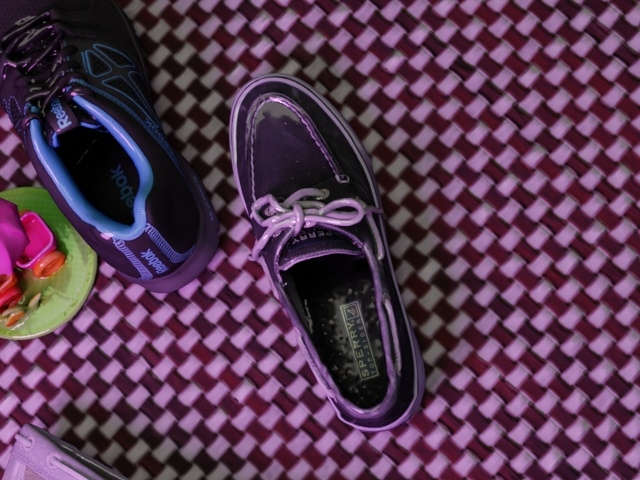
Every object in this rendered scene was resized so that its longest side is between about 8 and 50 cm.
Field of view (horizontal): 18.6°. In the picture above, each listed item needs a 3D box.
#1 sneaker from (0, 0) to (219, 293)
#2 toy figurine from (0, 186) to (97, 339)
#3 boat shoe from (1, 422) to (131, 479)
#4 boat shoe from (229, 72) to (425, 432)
[{"bbox_3d":[-0.196,-0.120,1.572,0.125,0.139,0.341,-36,73,4],"label":"sneaker"},{"bbox_3d":[-0.279,0.018,1.549,0.173,0.159,0.130,-39,74,2],"label":"toy figurine"},{"bbox_3d":[-0.105,0.227,1.497,0.320,0.118,0.103,13,86,20],"label":"boat shoe"},{"bbox_3d":[-0.004,0.002,1.526,0.113,0.105,0.306,-16,76,7],"label":"boat shoe"}]
